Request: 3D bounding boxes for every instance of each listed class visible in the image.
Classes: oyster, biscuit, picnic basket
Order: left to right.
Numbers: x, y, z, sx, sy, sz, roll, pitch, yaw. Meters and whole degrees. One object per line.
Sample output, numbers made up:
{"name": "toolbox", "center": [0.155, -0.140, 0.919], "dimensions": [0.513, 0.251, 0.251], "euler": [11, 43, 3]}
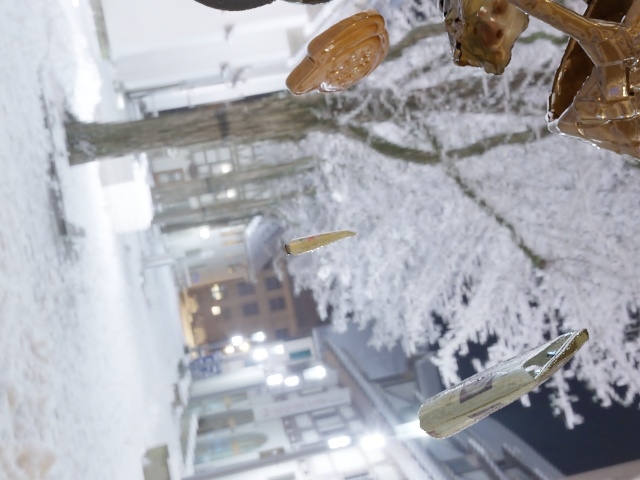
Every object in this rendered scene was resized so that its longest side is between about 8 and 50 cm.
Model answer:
{"name": "biscuit", "center": [0.019, -0.184, 0.946], "dimensions": [0.023, 0.118, 0.140], "euler": [61, 5, 12]}
{"name": "oyster", "center": [0.253, -0.376, 1.400], "dimensions": [0.361, 0.096, 0.221], "euler": [-12, 125, -64]}
{"name": "picnic basket", "center": [0.354, -0.307, 1.205], "dimensions": [0.293, 0.337, 0.337], "euler": [-70, 157, -58]}

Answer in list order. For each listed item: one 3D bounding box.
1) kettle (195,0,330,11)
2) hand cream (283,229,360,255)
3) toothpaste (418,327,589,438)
{"name": "kettle", "center": [-0.070, -0.507, 1.392], "dimensions": [0.228, 0.321, 0.324], "euler": [-32, -151, 45]}
{"name": "hand cream", "center": [0.000, 0.000, 1.185], "dimensions": [0.035, 0.102, 0.022], "euler": [21, 57, -63]}
{"name": "toothpaste", "center": [0.133, 0.124, 0.738], "dimensions": [0.038, 0.060, 0.233], "euler": [52, -30, 7]}
